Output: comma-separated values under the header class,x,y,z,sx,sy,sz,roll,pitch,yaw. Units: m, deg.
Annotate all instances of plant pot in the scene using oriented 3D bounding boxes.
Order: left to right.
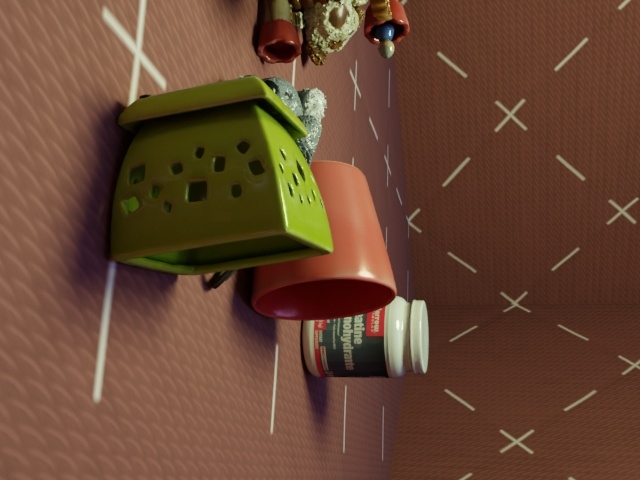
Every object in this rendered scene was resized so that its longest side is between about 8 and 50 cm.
class,x,y,z,sx,sy,sz,roll,pitch,yaw
plant pot,-0.125,-0.078,0.998,0.228,0.227,0.207,25,57,-74
plant pot,0.000,0.000,1.452,0.275,0.275,0.243,55,29,-67

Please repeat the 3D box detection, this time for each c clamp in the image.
class,x,y,z,sx,sy,sz,roll,pitch,yaw
c clamp,-0.118,0.011,1.254,0.022,0.137,0.160,44,32,-11

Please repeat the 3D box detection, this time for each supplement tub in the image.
class,x,y,z,sx,sy,sz,roll,pitch,yaw
supplement tub,0.107,0.224,1.813,0.191,0.272,0.191,-2,90,-77

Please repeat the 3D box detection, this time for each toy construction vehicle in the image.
class,x,y,z,sx,sy,sz,roll,pitch,yaw
toy construction vehicle,-0.069,-0.488,1.683,0.086,0.035,0.098,-23,109,-64

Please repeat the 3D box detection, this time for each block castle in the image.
class,x,y,z,sx,sy,sz,roll,pitch,yaw
block castle,-0.017,-0.473,1.318,0.453,0.303,0.212,54,31,-68

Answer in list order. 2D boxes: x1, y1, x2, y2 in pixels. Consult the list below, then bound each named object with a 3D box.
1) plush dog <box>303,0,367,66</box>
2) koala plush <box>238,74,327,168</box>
class,x,y,z,sx,sy,sz,roll,pitch,yaw
plush dog,0.022,-0.541,1.841,0.262,0.211,0.225,-47,157,-32
koala plush,-0.090,-0.176,1.252,0.203,0.196,0.221,90,6,-54
